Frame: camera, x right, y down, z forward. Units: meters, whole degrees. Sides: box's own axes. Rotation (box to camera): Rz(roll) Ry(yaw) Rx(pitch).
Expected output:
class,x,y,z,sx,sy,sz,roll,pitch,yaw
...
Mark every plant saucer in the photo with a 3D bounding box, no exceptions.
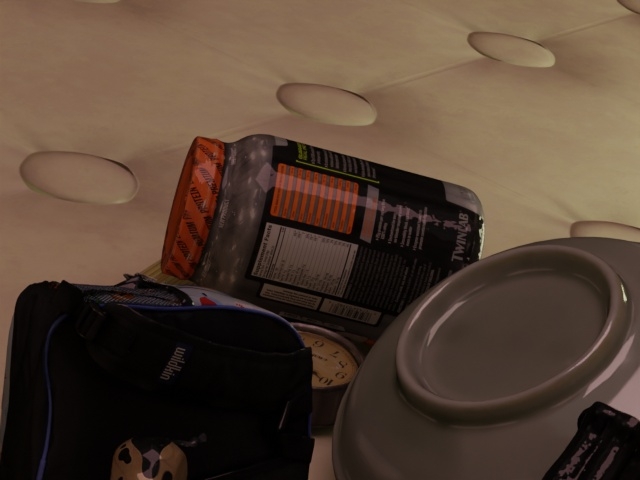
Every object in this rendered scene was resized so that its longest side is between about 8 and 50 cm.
class,x,y,z,sx,sy,sz,roll,pitch,yaw
plant saucer,0.181,0.108,1.638,0.400,0.100,0.400,-19,33,13

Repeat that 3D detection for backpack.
class,x,y,z,sx,sy,sz,roll,pitch,yaw
backpack,-0.142,0.153,1.572,0.263,0.276,0.213,2,14,-27

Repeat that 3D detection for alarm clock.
class,x,y,z,sx,sy,sz,roll,pitch,yaw
alarm clock,-0.029,0.143,1.832,0.129,0.064,0.192,21,24,17

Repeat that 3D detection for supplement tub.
class,x,y,z,sx,sy,sz,roll,pitch,yaw
supplement tub,0.000,0.000,1.961,0.316,0.193,0.193,15,25,-10

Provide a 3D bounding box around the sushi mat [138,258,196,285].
class,x,y,z,sx,sy,sz,roll,pitch,yaw
sushi mat,-0.136,0.069,1.988,0.151,0.019,0.316,23,27,19

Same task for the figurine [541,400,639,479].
class,x,y,z,sx,sy,sz,roll,pitch,yaw
figurine,0.234,0.249,1.370,0.215,0.092,0.209,21,56,35

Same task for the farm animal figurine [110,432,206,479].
class,x,y,z,sx,sy,sz,roll,pitch,yaw
farm animal figurine,-0.100,0.280,1.297,0.330,0.172,0.327,30,52,34
